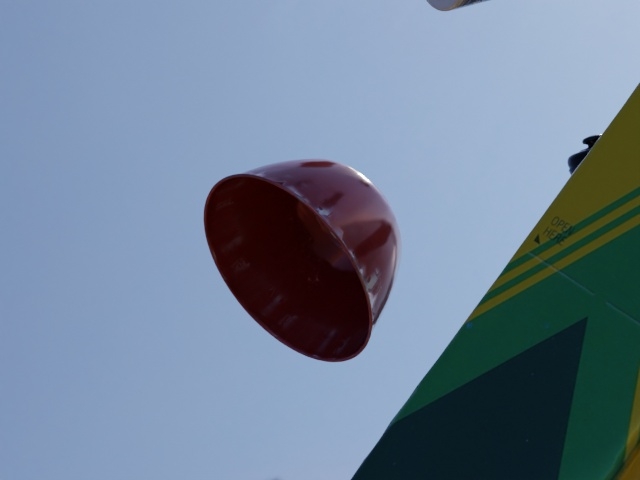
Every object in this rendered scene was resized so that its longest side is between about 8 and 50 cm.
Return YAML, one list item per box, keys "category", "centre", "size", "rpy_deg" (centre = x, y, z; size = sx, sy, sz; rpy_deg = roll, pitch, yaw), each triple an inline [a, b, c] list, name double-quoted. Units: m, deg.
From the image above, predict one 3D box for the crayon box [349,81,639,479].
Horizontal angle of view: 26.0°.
- category: "crayon box"
  centre: [0.167, 0.135, 0.681]
  size: [0.313, 0.106, 0.363]
  rpy_deg: [-54, -39, -1]

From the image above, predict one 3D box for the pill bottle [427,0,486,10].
- category: "pill bottle"
  centre: [0.179, -0.310, 1.621]
  size: [0.120, 0.067, 0.067]
  rpy_deg: [-22, -32, -40]

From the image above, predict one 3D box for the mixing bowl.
- category: "mixing bowl"
  centre: [0.000, 0.000, 1.156]
  size: [0.098, 0.181, 0.181]
  rpy_deg: [-40, -23, -35]

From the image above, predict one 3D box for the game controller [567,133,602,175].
- category: "game controller"
  centre: [0.379, -0.101, 1.203]
  size: [0.319, 0.067, 0.166]
  rpy_deg: [-14, 6, 33]
